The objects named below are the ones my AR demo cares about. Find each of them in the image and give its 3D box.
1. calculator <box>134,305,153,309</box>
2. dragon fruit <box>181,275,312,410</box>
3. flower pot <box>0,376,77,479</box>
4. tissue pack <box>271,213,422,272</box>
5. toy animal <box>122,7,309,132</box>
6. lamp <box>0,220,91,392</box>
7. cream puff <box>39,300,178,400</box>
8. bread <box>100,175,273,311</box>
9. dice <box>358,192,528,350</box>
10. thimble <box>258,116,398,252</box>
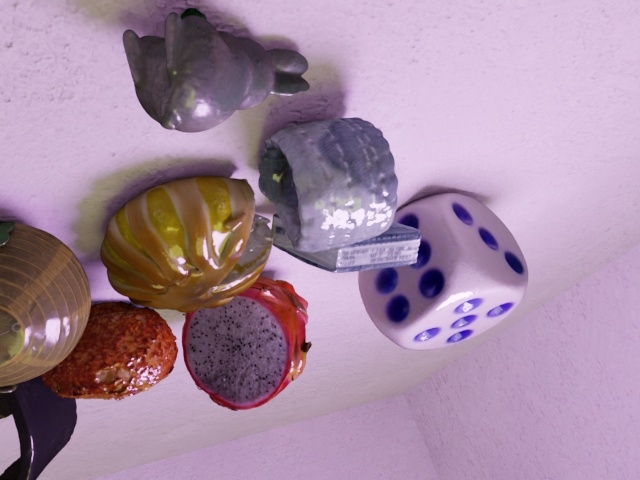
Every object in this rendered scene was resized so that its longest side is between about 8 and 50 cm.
[{"bbox_3d":[-0.485,0.209,1.209,0.188,0.042,0.302,-41,165,30],"label":"calculator"},{"bbox_3d":[-0.147,0.218,1.311,0.305,0.306,0.225,-31,175,18],"label":"dragon fruit"},{"bbox_3d":[-0.670,0.376,1.188,0.379,0.380,0.251,-29,172,15],"label":"flower pot"},{"bbox_3d":[0.053,-0.001,1.122,0.257,0.185,0.081,-4,110,-46],"label":"tissue pack"},{"bbox_3d":[-0.114,-0.202,0.701,0.251,0.125,0.127,-14,131,-55],"label":"toy animal"},{"bbox_3d":[-0.478,0.082,0.863,0.250,0.284,0.251,-5,110,-14],"label":"lamp"},{"bbox_3d":[-0.378,0.193,1.024,0.239,0.164,0.240,-10,179,0],"label":"cream puff"},{"bbox_3d":[-0.228,0.027,1.002,0.332,0.160,0.333,-17,154,-8],"label":"bread"},{"bbox_3d":[0.295,0.082,1.376,0.304,0.277,0.304,9,141,-42],"label":"dice"},{"bbox_3d":[0.005,-0.087,0.908,0.171,0.205,0.250,-15,-178,-16],"label":"thimble"}]
